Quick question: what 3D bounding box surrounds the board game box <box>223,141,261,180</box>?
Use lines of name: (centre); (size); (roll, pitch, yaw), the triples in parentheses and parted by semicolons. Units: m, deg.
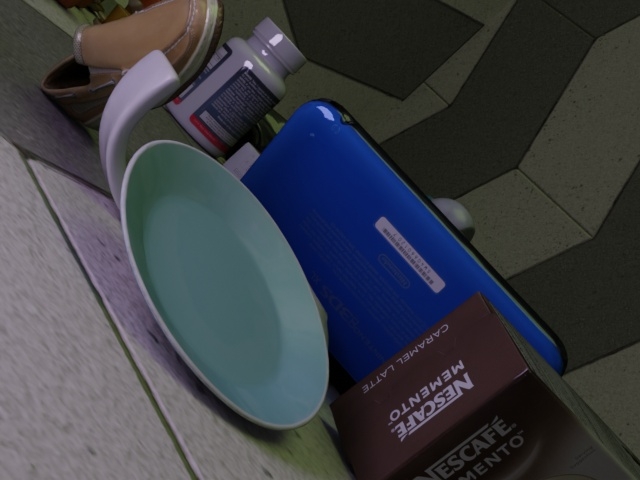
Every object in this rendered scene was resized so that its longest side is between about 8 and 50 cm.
board game box: (0.000, 0.000, 1.444); (0.193, 0.053, 0.305); (51, 6, 29)

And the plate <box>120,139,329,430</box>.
plate: (-0.058, 0.027, 0.622); (0.188, 0.024, 0.188); (45, 27, -31)

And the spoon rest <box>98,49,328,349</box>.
spoon rest: (-0.075, 0.001, 0.751); (0.276, 0.084, 0.137); (60, -2, -33)

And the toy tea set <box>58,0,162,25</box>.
toy tea set: (-0.268, -0.342, 1.437); (0.200, 0.124, 0.336); (46, 5, -11)

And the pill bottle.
pill bottle: (-0.109, -0.208, 1.414); (0.108, 0.180, 0.108); (47, 5, -5)

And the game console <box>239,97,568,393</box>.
game console: (0.056, 0.047, 0.920); (0.293, 0.250, 0.173); (48, 31, 9)

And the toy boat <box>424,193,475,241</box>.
toy boat: (0.083, -0.020, 1.204); (0.267, 0.148, 0.318); (49, 7, -17)

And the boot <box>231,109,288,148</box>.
boot: (-0.092, -0.144, 1.597); (0.338, 0.118, 0.223); (36, 7, 2)

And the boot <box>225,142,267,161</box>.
boot: (-0.067, -0.099, 1.498); (0.099, 0.121, 0.045); (67, 24, -69)

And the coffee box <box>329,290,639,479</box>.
coffee box: (0.141, 0.171, 0.753); (0.246, 0.141, 0.098); (43, 13, -29)

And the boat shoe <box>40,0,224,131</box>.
boat shoe: (-0.144, -0.130, 0.755); (0.072, 0.190, 0.068); (24, 58, -32)
